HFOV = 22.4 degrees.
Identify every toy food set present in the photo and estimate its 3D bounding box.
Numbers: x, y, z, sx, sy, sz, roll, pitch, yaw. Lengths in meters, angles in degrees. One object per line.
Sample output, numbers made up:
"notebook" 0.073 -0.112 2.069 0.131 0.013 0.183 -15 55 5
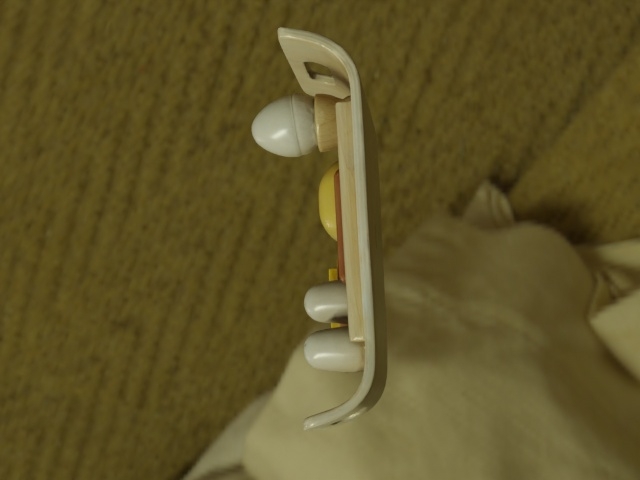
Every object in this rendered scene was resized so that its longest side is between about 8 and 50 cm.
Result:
"toy food set" 0.000 0.000 1.305 0.092 0.220 0.306 -3 83 4
